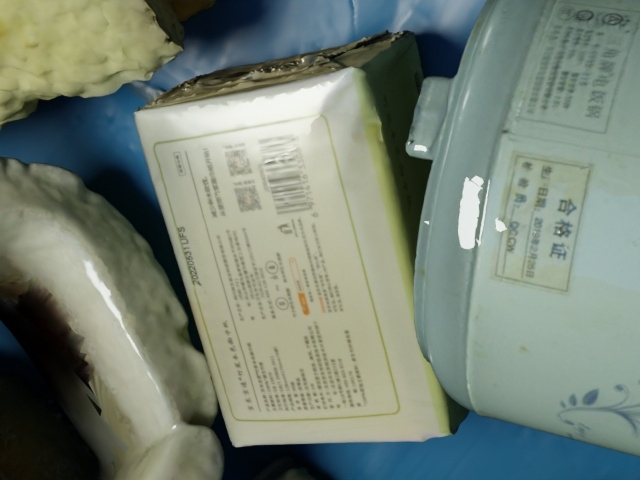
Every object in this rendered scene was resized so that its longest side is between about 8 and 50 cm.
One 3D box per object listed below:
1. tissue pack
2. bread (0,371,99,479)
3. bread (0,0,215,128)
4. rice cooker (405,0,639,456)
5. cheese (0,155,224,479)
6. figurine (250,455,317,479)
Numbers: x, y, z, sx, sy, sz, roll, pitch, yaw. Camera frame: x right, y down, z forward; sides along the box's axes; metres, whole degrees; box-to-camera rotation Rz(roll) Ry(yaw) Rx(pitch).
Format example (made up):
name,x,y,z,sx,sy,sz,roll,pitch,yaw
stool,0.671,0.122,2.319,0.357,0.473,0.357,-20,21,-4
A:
name,x,y,z,sx,sy,sz,roll,pitch,yaw
tissue pack,0.000,0.000,0.696,0.159,0.125,0.234,-8,107,25
bread,-0.306,0.242,0.886,0.306,0.159,0.305,7,111,19
bread,-0.276,-0.172,0.694,0.375,0.165,0.236,-16,127,24
rice cooker,0.204,-0.007,0.541,0.317,0.264,0.316,-5,72,16
cheese,-0.216,0.125,0.720,0.153,0.292,0.332,-29,96,50
figurine,0.091,0.252,0.716,0.381,0.248,0.203,16,92,28
